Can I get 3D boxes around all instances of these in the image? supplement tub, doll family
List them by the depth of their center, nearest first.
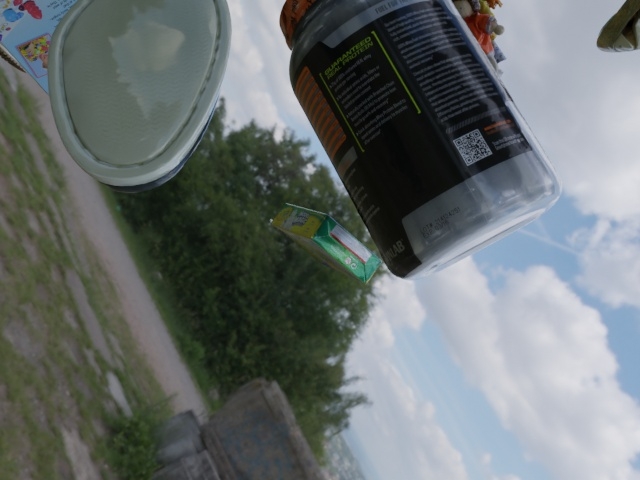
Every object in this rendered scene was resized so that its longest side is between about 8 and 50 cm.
[{"bbox_3d":[0.092,-0.133,0.694,0.316,0.194,0.193,63,-6,11],"label":"supplement tub"},{"bbox_3d":[0.173,-0.304,0.955,0.263,0.118,0.163,8,-53,50],"label":"doll family"}]

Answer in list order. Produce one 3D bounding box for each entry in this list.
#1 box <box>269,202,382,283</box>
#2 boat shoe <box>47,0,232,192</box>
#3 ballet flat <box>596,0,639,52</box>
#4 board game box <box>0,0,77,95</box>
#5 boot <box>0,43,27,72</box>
[{"bbox_3d":[0.000,0.000,0.906,0.105,0.043,0.179,40,-10,-23],"label":"box"},{"bbox_3d":[-0.138,-0.160,0.530,0.113,0.127,0.340,96,-17,-58],"label":"boat shoe"},{"bbox_3d":[0.734,-0.504,1.506,0.123,0.123,0.348,61,-10,16],"label":"ballet flat"},{"bbox_3d":[-0.437,-0.376,1.001,0.275,0.144,0.142,56,4,-43],"label":"board game box"},{"bbox_3d":[-0.590,-0.394,1.244,0.059,0.084,0.158,17,-32,50],"label":"boot"}]
